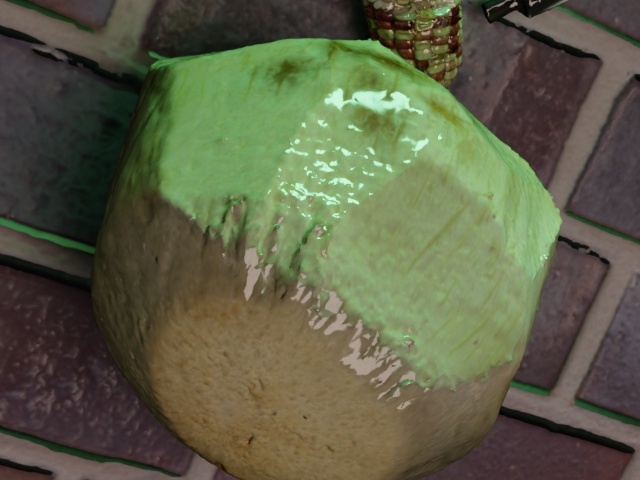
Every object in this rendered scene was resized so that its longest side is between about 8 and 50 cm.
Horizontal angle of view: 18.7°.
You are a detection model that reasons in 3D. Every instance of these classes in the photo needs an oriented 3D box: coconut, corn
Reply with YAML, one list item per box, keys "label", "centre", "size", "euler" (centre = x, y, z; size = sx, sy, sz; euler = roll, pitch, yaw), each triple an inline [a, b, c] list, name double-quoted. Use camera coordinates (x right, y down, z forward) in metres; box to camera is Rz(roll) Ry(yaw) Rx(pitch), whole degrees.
- label: "coconut"
  centre: [0.000, 0.000, 1.612]
  size: [0.345, 0.415, 0.415]
  euler: [-20, 127, 28]
- label: "corn"
  centre: [0.072, -0.251, 1.709]
  size: [0.098, 0.098, 0.289]
  euler: [-20, 118, -20]

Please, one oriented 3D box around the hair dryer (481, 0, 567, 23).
- label: "hair dryer"
  centre: [0.313, -0.229, 1.868]
  size: [0.284, 0.155, 0.320]
  euler: [-29, 108, 7]
